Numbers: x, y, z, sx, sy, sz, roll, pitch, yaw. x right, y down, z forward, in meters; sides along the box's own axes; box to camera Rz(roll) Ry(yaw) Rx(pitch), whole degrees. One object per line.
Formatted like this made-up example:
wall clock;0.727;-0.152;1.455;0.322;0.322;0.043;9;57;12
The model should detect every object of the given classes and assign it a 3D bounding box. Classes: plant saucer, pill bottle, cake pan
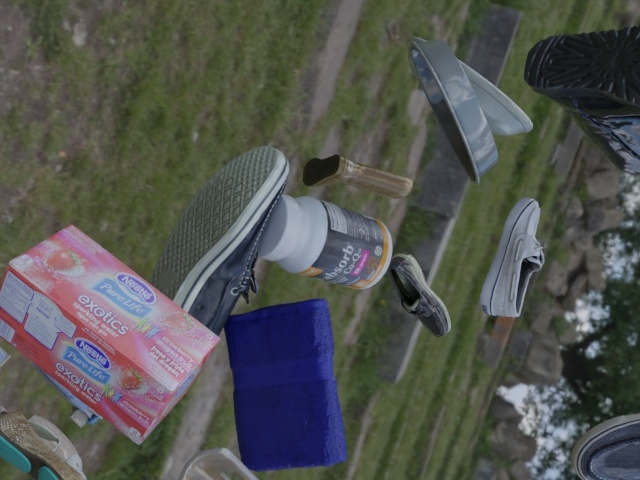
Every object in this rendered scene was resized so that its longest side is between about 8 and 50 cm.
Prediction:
plant saucer;0.366;-0.377;1.897;0.100;0.400;0.400;-53;170;9
pill bottle;0.000;0.000;1.471;0.278;0.162;0.162;16;95;-39
cake pan;0.248;-0.244;1.330;0.293;0.054;0.293;63;7;-14

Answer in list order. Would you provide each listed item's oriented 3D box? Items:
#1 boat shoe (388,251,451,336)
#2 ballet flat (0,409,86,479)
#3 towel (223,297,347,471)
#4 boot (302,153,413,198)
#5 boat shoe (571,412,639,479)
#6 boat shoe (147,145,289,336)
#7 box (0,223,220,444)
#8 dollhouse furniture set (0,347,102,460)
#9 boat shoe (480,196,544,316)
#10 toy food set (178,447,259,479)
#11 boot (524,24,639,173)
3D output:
boat shoe;0.215;0.133;1.630;0.073;0.080;0.223;-42;107;-42
ballet flat;-0.373;0.306;0.997;0.067;0.206;0.073;-37;162;-52
towel;-0.064;0.275;1.378;0.076;0.228;0.308;13;68;-62
boot;0.109;-0.183;2.229;0.236;0.270;0.089;0;-102;58
boat shoe;0.618;0.373;1.236;0.158;0.341;0.127;-65;139;-81
boat shoe;-0.201;0.046;1.390;0.156;0.187;0.500;28;95;-41
box;-0.327;0.138;1.092;0.154;0.300;0.142;-57;175;35
dollhouse furniture set;-0.521;0.274;1.457;0.303;0.198;0.286;-51;117;-34
boat shoe;0.409;0.033;1.467;0.267;0.088;0.096;-62;141;-22
toy food set;-0.149;0.475;1.019;0.219;0.092;0.306;67;32;-52
boot;0.633;-0.223;1.323;0.445;0.367;0.146;27;89;-42
